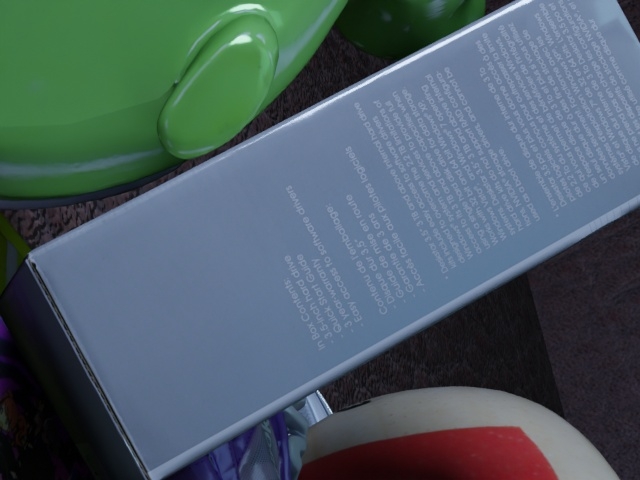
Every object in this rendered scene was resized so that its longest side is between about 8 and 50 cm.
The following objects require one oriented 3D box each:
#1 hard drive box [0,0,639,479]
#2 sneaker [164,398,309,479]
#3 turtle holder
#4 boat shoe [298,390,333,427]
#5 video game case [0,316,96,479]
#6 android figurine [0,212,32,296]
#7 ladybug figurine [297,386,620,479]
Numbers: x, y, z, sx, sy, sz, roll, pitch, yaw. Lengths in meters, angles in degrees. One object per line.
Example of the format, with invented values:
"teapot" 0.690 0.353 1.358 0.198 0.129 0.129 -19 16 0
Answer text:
"hard drive box" 0.000 0.000 0.674 0.089 0.232 0.181 62 -15 0
"sneaker" -0.048 0.134 0.772 0.104 0.095 0.236 49 19 -50
"turtle holder" -0.098 -0.141 0.712 0.243 0.320 0.227 65 -16 -2
"boat shoe" 0.009 0.177 1.143 0.076 0.083 0.226 4 67 -74
"video game case" -0.130 0.154 0.592 0.210 0.042 0.232 -68 146 -45
"android figurine" -0.140 0.091 0.750 0.273 0.056 0.248 56 21 -47
"ladybug figurine" 0.044 0.255 0.845 0.162 0.305 0.449 18 35 -26
